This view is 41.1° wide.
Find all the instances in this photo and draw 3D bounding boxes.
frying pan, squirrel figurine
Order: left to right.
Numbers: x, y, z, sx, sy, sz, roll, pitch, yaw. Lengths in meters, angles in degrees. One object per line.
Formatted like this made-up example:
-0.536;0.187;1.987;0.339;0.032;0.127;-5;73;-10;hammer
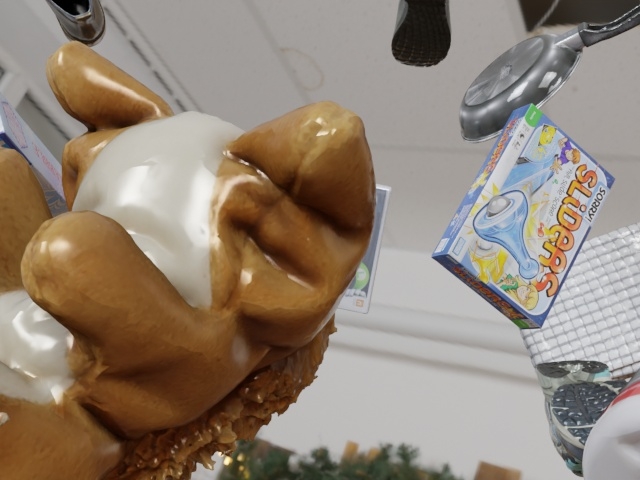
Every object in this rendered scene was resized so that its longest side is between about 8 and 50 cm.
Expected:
-0.151;0.107;0.651;0.281;0.370;0.397;22;-27;23;squirrel figurine
0.296;-0.222;1.093;0.053;0.197;0.326;44;-32;-17;frying pan

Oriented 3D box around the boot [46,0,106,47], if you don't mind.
-0.333;-0.352;1.058;0.219;0.082;0.106;59;-10;-8;boot

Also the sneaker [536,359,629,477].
0.325;0.224;1.002;0.110;0.122;0.283;-8;4;10;sneaker

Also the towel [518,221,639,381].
0.476;0.126;1.452;0.284;0.235;0.121;-23;-20;7;towel

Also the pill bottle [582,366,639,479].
0.298;0.082;0.517;0.161;0.283;0.161;32;-39;30;pill bottle

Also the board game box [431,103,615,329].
0.219;-0.026;0.908;0.136;0.201;0.035;37;-20;-16;board game box

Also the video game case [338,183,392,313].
0.000;0.000;1.217;0.173;0.190;0.022;11;17;4;video game case

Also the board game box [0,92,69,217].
-0.398;0.003;0.840;0.319;0.065;0.318;-22;-22;-3;board game box

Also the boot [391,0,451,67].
0.154;-0.368;1.196;0.084;0.161;0.246;8;-24;6;boot
